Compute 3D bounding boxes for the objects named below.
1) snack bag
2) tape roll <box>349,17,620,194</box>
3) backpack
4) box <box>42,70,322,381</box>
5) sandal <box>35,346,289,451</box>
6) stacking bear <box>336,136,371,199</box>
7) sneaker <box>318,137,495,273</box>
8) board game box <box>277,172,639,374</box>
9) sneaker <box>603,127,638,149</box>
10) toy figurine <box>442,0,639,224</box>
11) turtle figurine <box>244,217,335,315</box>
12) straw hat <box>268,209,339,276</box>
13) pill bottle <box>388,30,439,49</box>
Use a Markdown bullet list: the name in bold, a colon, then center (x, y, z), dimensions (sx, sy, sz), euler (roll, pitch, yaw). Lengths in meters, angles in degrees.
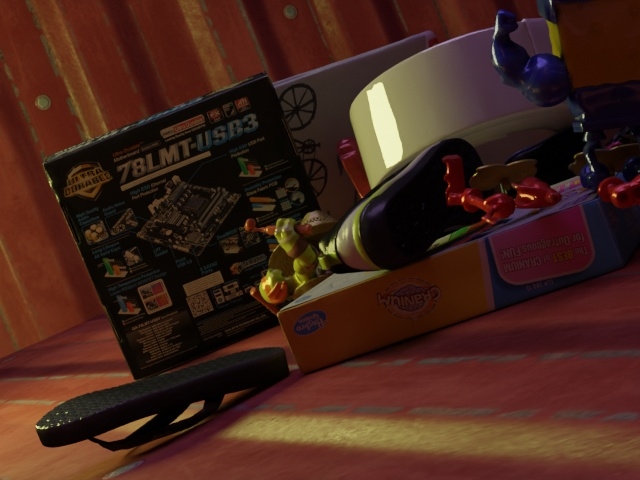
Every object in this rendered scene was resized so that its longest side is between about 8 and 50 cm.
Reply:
- **snack bag**: center (0.001, -0.085, 2.018), dimensions (0.342, 0.323, 0.037), euler (-20, 35, -19)
- **tape roll**: center (0.179, -0.131, 1.646), dimensions (0.286, 0.100, 0.286), euler (-14, -16, -4)
- **backpack**: center (0.249, -0.052, 1.596), dimensions (0.114, 0.105, 0.084), euler (-22, -19, -1)
- **box**: center (-0.147, -0.018, 1.862), dimensions (0.295, 0.293, 0.073), euler (-23, 11, -3)
- **sandal**: center (-0.131, 0.150, 1.372), dimensions (0.254, 0.054, 0.097), euler (-13, 5, -35)
- **stacking bear**: center (0.195, -0.101, 1.863), dimensions (0.289, 0.175, 0.164), euler (-29, -24, 13)
- **sneaker**: center (0.073, -0.029, 1.395), dimensions (0.097, 0.084, 0.235), euler (-21, 4, 37)
- **board game box**: center (0.146, 0.019, 1.434), dimensions (0.316, 0.064, 0.242), euler (-20, 4, 23)
- **sneaker**: center (0.354, -0.101, 1.847), dimensions (0.170, 0.074, 0.063), euler (-25, 5, -30)
- **toy figurine**: center (0.273, -0.150, 1.255), dimensions (0.363, 0.217, 0.191), euler (-8, 10, 1)
- **turtle figurine**: center (0.019, 0.029, 1.716), dimensions (0.217, 0.087, 0.269), euler (-16, -29, 1)
- **straw hat**: center (0.000, 0.000, 1.811), dimensions (0.144, 0.061, 0.144), euler (-9, -37, -7)
- **pill bottle**: center (0.158, -0.175, 2.424), dimensions (0.161, 0.283, 0.161), euler (-22, 4, 2)
